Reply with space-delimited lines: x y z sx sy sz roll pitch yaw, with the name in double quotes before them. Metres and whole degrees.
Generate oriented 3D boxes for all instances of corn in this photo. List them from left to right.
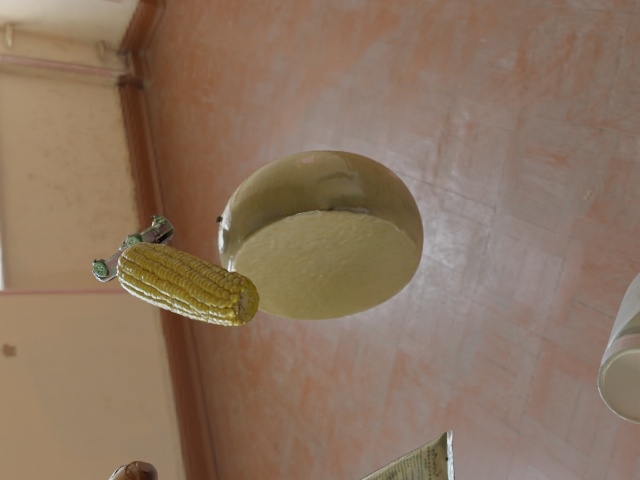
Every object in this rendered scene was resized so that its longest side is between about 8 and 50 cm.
"corn" -0.147 0.045 0.792 0.206 0.067 0.067 13 101 39

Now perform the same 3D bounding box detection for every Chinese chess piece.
"Chinese chess piece" 0.000 0.000 0.969 0.273 0.273 0.102 -53 33 44

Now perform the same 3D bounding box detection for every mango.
"mango" -0.244 0.326 0.954 0.127 0.063 0.077 -85 -1 -80

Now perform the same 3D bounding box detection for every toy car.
"toy car" -0.255 0.017 1.020 0.142 0.069 0.055 -32 98 34

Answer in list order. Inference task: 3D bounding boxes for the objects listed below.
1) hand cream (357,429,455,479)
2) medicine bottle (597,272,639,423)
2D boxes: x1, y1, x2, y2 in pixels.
"hand cream" 0.106 0.333 1.019 0.234 0.050 0.080 -42 34 42
"medicine bottle" 0.461 0.138 1.029 0.111 0.296 0.161 26 115 21
